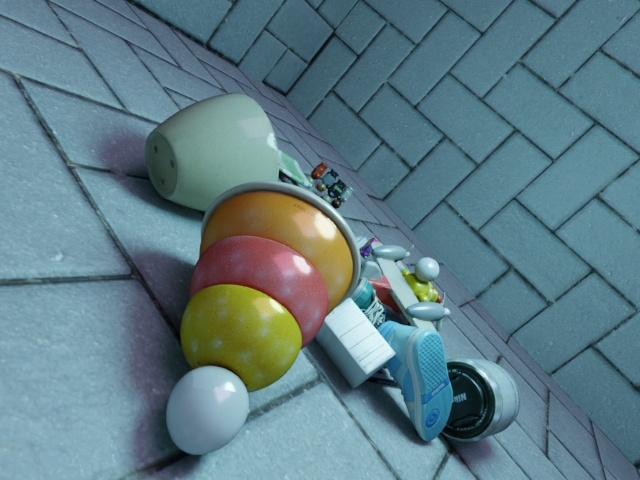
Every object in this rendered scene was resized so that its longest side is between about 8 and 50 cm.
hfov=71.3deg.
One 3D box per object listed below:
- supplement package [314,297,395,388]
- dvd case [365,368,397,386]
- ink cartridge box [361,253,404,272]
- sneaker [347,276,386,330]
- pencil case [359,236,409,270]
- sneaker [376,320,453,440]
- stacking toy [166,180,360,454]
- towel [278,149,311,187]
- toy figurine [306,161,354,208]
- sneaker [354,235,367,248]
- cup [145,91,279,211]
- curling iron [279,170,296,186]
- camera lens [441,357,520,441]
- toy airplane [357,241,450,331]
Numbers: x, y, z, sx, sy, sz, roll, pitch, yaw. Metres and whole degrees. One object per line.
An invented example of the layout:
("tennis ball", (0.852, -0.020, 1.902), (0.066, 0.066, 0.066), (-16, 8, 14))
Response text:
("supplement package", (0.077, 0.255, 1.111), (0.105, 0.105, 0.179), (-26, 66, -33))
("dvd case", (0.145, 0.327, 1.270), (0.239, 0.029, 0.179), (26, 24, -43))
("ink cartridge box", (0.265, 0.109, 1.878), (0.151, 0.109, 0.063), (31, 21, -34))
("sneaker", (0.136, 0.192, 1.269), (0.121, 0.108, 0.302), (37, -10, 15))
("pencil case", (0.286, 0.089, 2.000), (0.236, 0.104, 0.104), (38, 19, -10))
("sneaker", (0.226, 0.351, 1.173), (0.127, 0.318, 0.208), (-18, 19, -34))
("stacking toy", (-0.137, 0.140, 0.792), (0.351, 0.351, 0.479), (39, 36, -12))
("towel", (-0.188, -0.370, 2.007), (0.325, 0.038, 0.247), (33, 18, -37))
("toy figurine", (0.041, -0.262, 2.205), (0.213, 0.148, 0.210), (47, 13, 19))
("sneaker", (0.125, 0.006, 1.840), (0.091, 0.094, 0.258), (49, 19, 4))
("cup", (-0.304, -0.209, 1.155), (0.237, 0.331, 0.331), (-18, 60, -41))
("curling iron", (-0.143, -0.266, 1.982), (0.274, 0.035, 0.068), (49, 19, 18))
("camera lens", (0.445, 0.458, 1.301), (0.274, 0.219, 0.219), (21, 29, -50))
("toy airplane", (0.291, 0.152, 1.577), (0.386, 0.272, 0.384), (47, 19, 10))
